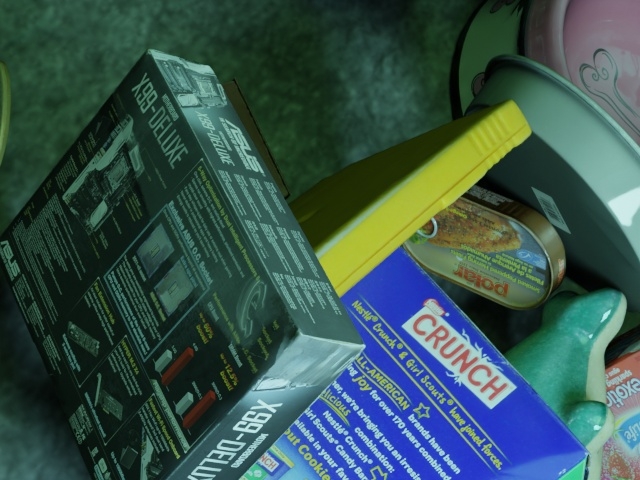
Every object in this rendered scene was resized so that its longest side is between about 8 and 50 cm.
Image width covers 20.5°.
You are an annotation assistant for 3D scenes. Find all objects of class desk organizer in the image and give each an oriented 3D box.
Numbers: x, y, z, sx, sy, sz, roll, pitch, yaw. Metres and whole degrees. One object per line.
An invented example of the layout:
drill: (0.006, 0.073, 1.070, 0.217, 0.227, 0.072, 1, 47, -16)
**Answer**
desk organizer: (-0.084, -0.086, 1.712, 0.050, 0.047, 0.130, -19, 77, -32)

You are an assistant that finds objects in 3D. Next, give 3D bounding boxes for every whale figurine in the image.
whale figurine: (0.186, 0.155, 1.643, 0.141, 0.216, 0.272, 30, 76, -21)

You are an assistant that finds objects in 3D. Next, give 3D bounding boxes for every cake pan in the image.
cake pan: (0.238, -0.045, 1.665, 0.054, 0.293, 0.293, -40, 90, -11)

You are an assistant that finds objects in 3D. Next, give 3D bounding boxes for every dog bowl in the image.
dog bowl: (0.354, -0.147, 1.921, 0.408, 0.150, 0.408, 12, 63, -24)

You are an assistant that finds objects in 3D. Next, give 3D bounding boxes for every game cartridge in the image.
game cartridge: (0.000, 0.000, 1.570, 0.323, 0.285, 0.053, -36, 100, -36)

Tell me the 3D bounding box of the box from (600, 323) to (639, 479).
box: (0.343, 0.140, 1.710, 0.128, 0.257, 0.123, -36, 88, -35)

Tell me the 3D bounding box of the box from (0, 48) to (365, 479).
box: (-0.123, 0.040, 1.395, 0.076, 0.242, 0.307, 12, 38, -46)

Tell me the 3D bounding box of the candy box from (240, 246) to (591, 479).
candy box: (0.021, 0.196, 1.484, 0.317, 0.122, 0.268, -35, 64, -15)

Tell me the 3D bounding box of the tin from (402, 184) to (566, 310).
tin: (0.156, 0.000, 1.736, 0.189, 0.106, 0.040, 25, 38, 30)

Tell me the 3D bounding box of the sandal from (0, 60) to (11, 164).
sandal: (-0.323, -0.055, 1.541, 0.079, 0.088, 0.240, 9, 69, -24)
